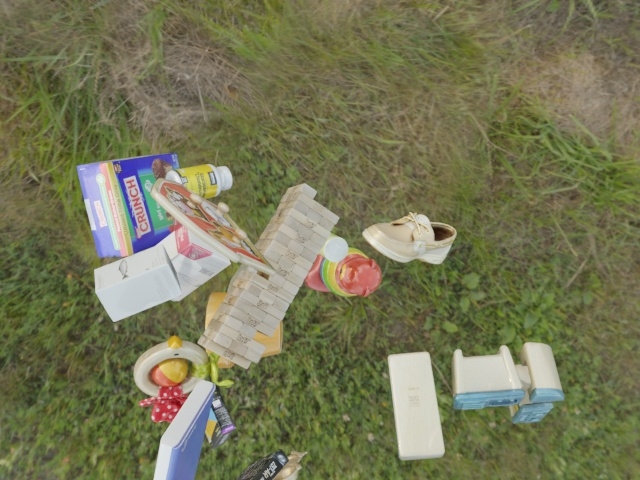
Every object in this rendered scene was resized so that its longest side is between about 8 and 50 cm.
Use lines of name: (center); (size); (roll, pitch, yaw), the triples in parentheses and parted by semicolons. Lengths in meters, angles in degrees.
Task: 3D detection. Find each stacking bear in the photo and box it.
stacking bear: (0.085, 0.095, 1.692); (0.164, 0.289, 0.175); (20, 87, -18)

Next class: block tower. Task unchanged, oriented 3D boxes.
block tower: (-0.088, 0.062, 1.026); (0.097, 0.091, 0.335); (33, 76, -21)

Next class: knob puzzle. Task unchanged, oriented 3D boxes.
knob puzzle: (-0.158, -0.036, 0.802); (0.213, 0.213, 0.030); (38, 98, -20)

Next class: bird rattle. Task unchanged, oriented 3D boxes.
bird rattle: (-0.328, 0.301, 1.287); (0.254, 0.143, 0.207); (-30, 131, 15)

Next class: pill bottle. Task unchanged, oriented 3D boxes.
pill bottle: (-0.365, -0.175, 1.714); (0.184, 0.103, 0.103); (-17, 114, -36)

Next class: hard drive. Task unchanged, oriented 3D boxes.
hard drive: (-0.299, 0.483, 1.188); (0.040, 0.210, 0.318); (17, 112, 4)

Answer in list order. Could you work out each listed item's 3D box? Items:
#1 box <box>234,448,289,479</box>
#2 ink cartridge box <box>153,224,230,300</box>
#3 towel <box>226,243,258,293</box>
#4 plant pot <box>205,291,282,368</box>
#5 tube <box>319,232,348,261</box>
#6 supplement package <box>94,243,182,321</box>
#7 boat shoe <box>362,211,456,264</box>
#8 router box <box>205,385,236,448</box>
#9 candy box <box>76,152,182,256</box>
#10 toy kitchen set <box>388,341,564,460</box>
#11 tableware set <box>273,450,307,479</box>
box: (-0.083, 0.286, 0.666); (0.067, 0.083, 0.018); (-38, 86, 33)
ink cartridge box: (-0.387, 0.065, 1.582); (0.218, 0.092, 0.159); (-36, 141, 19)
towel: (-0.247, 0.120, 1.854); (0.049, 0.282, 0.187); (32, 104, -10)
plant pot: (-0.200, 0.241, 1.537); (0.188, 0.205, 0.205); (-1, 109, -1)
tube: (0.000, 0.000, 1.424); (0.070, 0.240, 0.062); (25, 92, -23)
supplement package: (-0.453, 0.104, 1.407); (0.180, 0.105, 0.105); (-22, 127, -10)
boat shoe: (0.121, -0.009, 0.742); (0.170, 0.063, 0.059); (5, 125, -50)
router box: (-0.301, 0.503, 1.607); (0.046, 0.133, 0.179); (-18, 156, -29)
candy box: (-0.542, -0.115, 1.693); (0.122, 0.317, 0.267); (-4, 102, 25)
toy kitchen set: (0.199, 0.223, 0.737); (0.207, 0.122, 0.166); (-6, 150, 5)
tableware set: (-0.093, 0.395, 0.925); (0.169, 0.141, 0.020); (-28, 88, -12)
